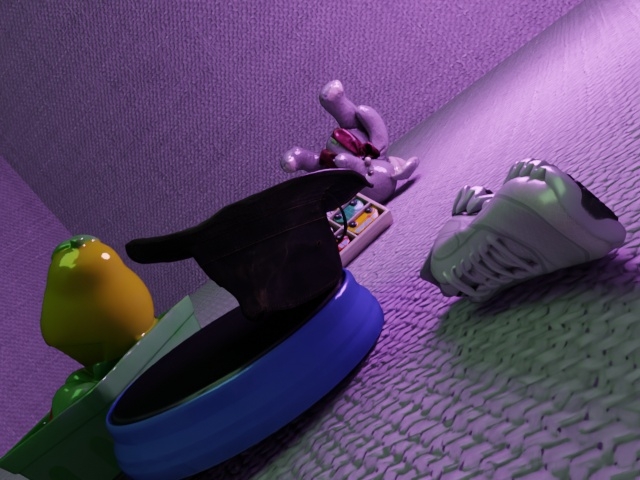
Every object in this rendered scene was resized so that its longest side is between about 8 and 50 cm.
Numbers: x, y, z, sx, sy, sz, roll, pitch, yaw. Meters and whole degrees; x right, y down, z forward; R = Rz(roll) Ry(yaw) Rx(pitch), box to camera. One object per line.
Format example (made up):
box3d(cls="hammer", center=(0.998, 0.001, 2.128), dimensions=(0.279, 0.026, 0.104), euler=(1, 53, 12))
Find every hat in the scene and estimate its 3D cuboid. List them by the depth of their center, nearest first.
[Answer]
box3d(cls="hat", center=(-0.064, 0.025, 0.793), dimensions=(0.332, 0.133, 0.331), euler=(-18, -3, -1))

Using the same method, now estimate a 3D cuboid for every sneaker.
box3d(cls="sneaker", center=(0.169, 0.007, 0.594), dimensions=(0.118, 0.110, 0.292), euler=(-48, 0, -6))

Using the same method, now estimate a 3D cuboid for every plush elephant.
box3d(cls="plush elephant", center=(0.093, -0.187, 1.636), dimensions=(0.271, 0.330, 0.255), euler=(-51, 27, 15))

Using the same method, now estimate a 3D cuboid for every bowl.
box3d(cls="bowl", center=(-0.105, 0.159, 0.856), dimensions=(0.391, 0.077, 0.391), euler=(-30, 8, 5))

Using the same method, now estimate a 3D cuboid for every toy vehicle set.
box3d(cls="toy vehicle set", center=(0.000, 0.000, 1.326), dimensions=(0.267, 0.035, 0.166), euler=(-42, 46, -17))

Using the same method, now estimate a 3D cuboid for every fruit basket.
box3d(cls="fruit basket", center=(-0.363, 0.190, 1.072), dimensions=(0.283, 0.392, 0.392), euler=(-37, 8, 19))

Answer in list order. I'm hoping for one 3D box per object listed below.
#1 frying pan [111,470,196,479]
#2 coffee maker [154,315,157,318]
box3d(cls="frying pan", center=(-0.194, 0.280, 0.896), dimensions=(0.197, 0.053, 0.326), euler=(-33, 3, 18))
box3d(cls="coffee maker", center=(-0.440, 0.267, 1.720), dimensions=(0.171, 0.178, 0.120), euler=(-40, 8, -2))
